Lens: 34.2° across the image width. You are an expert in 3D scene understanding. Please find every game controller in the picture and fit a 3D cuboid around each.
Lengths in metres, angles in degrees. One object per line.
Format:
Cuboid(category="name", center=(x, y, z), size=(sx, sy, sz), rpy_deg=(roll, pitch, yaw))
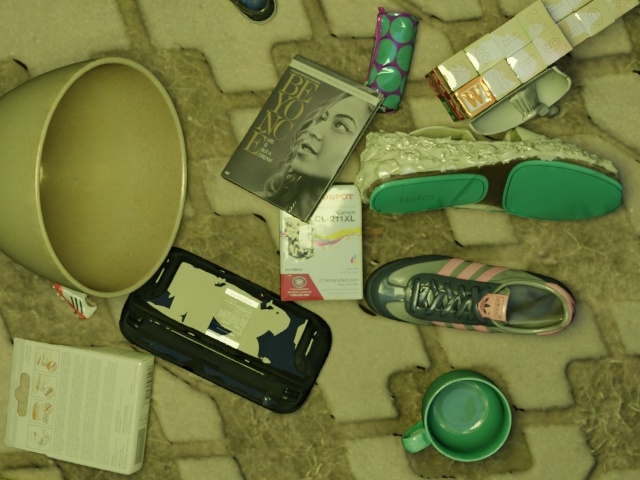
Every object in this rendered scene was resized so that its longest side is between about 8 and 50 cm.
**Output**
Cuboid(category="game controller", center=(-0.145, 0.138, 1.608), size=(0.319, 0.067, 0.167), rpy_deg=(26, 79, -2))

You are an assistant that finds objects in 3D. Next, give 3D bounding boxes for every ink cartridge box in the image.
Cuboid(category="ink cartridge box", center=(-0.377, 0.253, 1.623), size=(0.224, 0.056, 0.181), rpy_deg=(8, 94, 18))
Cuboid(category="ink cartridge box", center=(0.000, 0.000, 1.583), size=(0.127, 0.072, 0.175), rpy_deg=(-1, 95, 1))

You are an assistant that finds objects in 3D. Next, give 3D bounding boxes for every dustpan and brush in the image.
Cuboid(category="dustpan and brush", center=(0.311, -0.197, 1.510), size=(0.147, 0.211, 0.060), rpy_deg=(-33, 89, 26))

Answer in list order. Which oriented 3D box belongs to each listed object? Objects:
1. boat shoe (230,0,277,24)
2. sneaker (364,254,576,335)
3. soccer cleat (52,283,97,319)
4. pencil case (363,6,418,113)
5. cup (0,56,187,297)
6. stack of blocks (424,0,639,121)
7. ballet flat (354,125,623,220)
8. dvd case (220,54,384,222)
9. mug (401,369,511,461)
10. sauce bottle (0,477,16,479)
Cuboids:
Cuboid(category="boat shoe", center=(-0.151, -0.419, 1.551), size=(0.080, 0.076, 0.228), rpy_deg=(-37, 93, 2))
Cuboid(category="sneaker", center=(0.226, 0.083, 1.560), size=(0.318, 0.131, 0.112), rpy_deg=(2, 95, 0))
Cuboid(category="soccer cleat", center=(-0.382, 0.085, 1.613), size=(0.035, 0.029, 0.083), rpy_deg=(-41, 96, -6))
Cuboid(category="pencil case", center=(0.100, -0.269, 1.568), size=(0.070, 0.064, 0.152), rpy_deg=(12, 94, -26))
Cuboid(category="cup", center=(-0.379, -0.092, 1.482), size=(0.236, 0.331, 0.331), rpy_deg=(4, 95, 26))
Cuboid(category="stack of blocks", center=(0.306, -0.291, 1.514), size=(0.297, 0.171, 0.087), rpy_deg=(-33, 94, 2))
Cuboid(category="ballet flat", center=(0.251, -0.116, 1.544), size=(0.408, 0.147, 0.147), rpy_deg=(1, 94, -9))
Cuboid(category="dvd case", center=(-0.028, -0.155, 1.547), size=(0.164, 0.018, 0.221), rpy_deg=(29, 83, 25))
Cuboid(category="mug", center=(0.206, 0.262, 1.590), size=(0.157, 0.097, 0.130), rpy_deg=(6, 95, 0))
Cuboid(category="sauce bottle", center=(-0.368, 0.446, 1.596), size=(0.344, 0.111, 0.112), rpy_deg=(13, 94, -1))
